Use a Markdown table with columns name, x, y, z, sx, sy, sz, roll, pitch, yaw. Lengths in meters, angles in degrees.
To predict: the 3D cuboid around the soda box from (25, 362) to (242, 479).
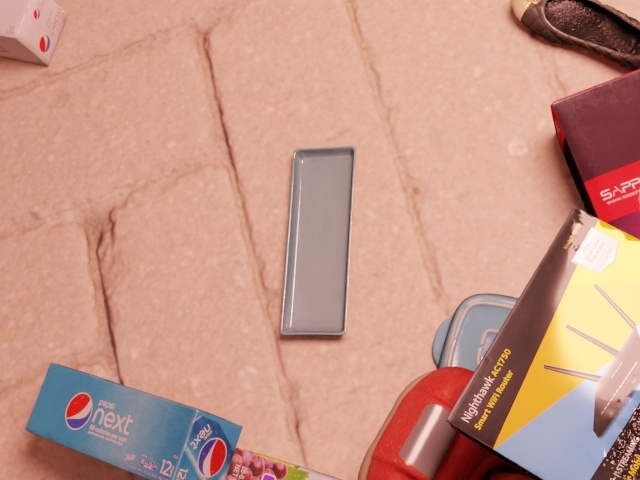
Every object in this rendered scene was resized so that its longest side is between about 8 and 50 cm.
| name | x | y | z | sx | sy | sz | roll | pitch | yaw |
| --- | --- | --- | --- | --- | --- | --- | --- | --- | --- |
| soda box | -0.176 | 0.174 | 0.955 | 0.210 | 0.067 | 0.071 | 9 | 75 | 38 |

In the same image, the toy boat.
| name | x | y | z | sx | sy | sz | roll | pitch | yaw |
| --- | --- | --- | --- | --- | --- | --- | --- | --- | --- |
| toy boat | 0.151 | 0.205 | 0.787 | 0.151 | 0.231 | 0.151 | -1 | 52 | 58 |

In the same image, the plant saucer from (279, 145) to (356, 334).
| name | x | y | z | sx | sy | sz | roll | pitch | yaw |
| --- | --- | --- | --- | --- | --- | --- | --- | --- | --- |
| plant saucer | 0.000 | 0.000 | 1.014 | 0.067 | 0.018 | 0.192 | -1 | 74 | 17 |

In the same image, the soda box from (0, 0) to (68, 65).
| name | x | y | z | sx | sy | sz | roll | pitch | yaw |
| --- | --- | --- | --- | --- | --- | --- | --- | --- | --- |
| soda box | -0.407 | -0.263 | 1.189 | 0.216 | 0.074 | 0.069 | 13 | 78 | 20 |

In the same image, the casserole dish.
| name | x | y | z | sx | sy | sz | roll | pitch | yaw |
| --- | --- | --- | --- | --- | --- | --- | --- | --- | --- |
| casserole dish | 0.187 | 0.108 | 0.912 | 0.188 | 0.037 | 0.114 | 14 | 79 | 20 |

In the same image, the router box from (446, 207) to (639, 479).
| name | x | y | z | sx | sy | sz | roll | pitch | yaw |
| --- | --- | --- | --- | --- | --- | --- | --- | --- | --- |
| router box | 0.190 | 0.086 | 0.710 | 0.133 | 0.046 | 0.179 | 29 | 79 | 21 |

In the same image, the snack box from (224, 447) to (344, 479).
| name | x | y | z | sx | sy | sz | roll | pitch | yaw |
| --- | --- | --- | --- | --- | --- | --- | --- | --- | --- |
| snack box | -0.001 | 0.294 | 0.895 | 0.207 | 0.070 | 0.175 | 13 | 77 | 19 |

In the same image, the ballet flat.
| name | x | y | z | sx | sy | sz | roll | pitch | yaw |
| --- | --- | --- | --- | --- | --- | --- | --- | --- | --- |
| ballet flat | 0.259 | -0.208 | 0.978 | 0.173 | 0.049 | 0.057 | 28 | 83 | 23 |

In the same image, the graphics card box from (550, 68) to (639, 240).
| name | x | y | z | sx | sy | sz | roll | pitch | yaw |
| --- | --- | --- | --- | --- | --- | --- | --- | --- | --- |
| graphics card box | 0.362 | 0.012 | 0.856 | 0.232 | 0.094 | 0.371 | -19 | 70 | 10 |
